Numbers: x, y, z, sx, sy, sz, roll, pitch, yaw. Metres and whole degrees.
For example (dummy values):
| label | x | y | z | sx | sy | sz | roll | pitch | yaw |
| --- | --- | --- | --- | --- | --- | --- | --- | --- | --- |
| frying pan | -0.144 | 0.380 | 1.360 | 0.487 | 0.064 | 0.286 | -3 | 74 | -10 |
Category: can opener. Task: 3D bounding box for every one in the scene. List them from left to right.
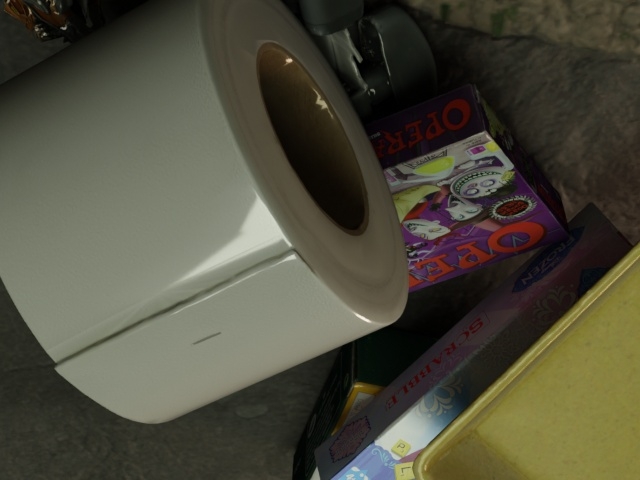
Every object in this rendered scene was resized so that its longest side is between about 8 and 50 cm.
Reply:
| label | x | y | z | sx | sy | sz | roll | pitch | yaw |
| --- | --- | --- | --- | --- | --- | --- | --- | --- | --- |
| can opener | 0.009 | -0.183 | 0.940 | 0.093 | 0.074 | 0.280 | -33 | 135 | -14 |

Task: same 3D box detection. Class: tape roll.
| label | x | y | z | sx | sy | sz | roll | pitch | yaw |
| --- | --- | --- | --- | --- | --- | --- | --- | --- | --- |
| tape roll | -0.074 | -0.028 | 0.857 | 0.169 | 0.246 | 0.246 | -26 | 128 | 19 |

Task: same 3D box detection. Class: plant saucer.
| label | x | y | z | sx | sy | sz | roll | pitch | yaw |
| --- | --- | --- | --- | --- | --- | --- | --- | --- | --- |
| plant saucer | 0.288 | 0.147 | 1.074 | 0.333 | 0.081 | 0.333 | 42 | 99 | -18 |

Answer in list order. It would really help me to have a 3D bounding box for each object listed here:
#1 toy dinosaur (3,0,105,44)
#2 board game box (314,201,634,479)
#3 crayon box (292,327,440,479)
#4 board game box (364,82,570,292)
| label | x | y | z | sx | sy | sz | roll | pitch | yaw |
| --- | --- | --- | --- | --- | --- | --- | --- | --- | --- |
| toy dinosaur | -0.155 | -0.257 | 0.803 | 0.218 | 0.164 | 0.322 | 28 | 153 | 34 |
| board game box | 0.218 | 0.186 | 1.159 | 0.318 | 0.066 | 0.319 | -44 | 109 | 10 |
| crayon box | 0.154 | 0.200 | 1.275 | 0.323 | 0.083 | 0.203 | 13 | 131 | -10 |
| board game box | 0.000 | 0.000 | 1.069 | 0.347 | 0.056 | 0.208 | -21 | 156 | 20 |
